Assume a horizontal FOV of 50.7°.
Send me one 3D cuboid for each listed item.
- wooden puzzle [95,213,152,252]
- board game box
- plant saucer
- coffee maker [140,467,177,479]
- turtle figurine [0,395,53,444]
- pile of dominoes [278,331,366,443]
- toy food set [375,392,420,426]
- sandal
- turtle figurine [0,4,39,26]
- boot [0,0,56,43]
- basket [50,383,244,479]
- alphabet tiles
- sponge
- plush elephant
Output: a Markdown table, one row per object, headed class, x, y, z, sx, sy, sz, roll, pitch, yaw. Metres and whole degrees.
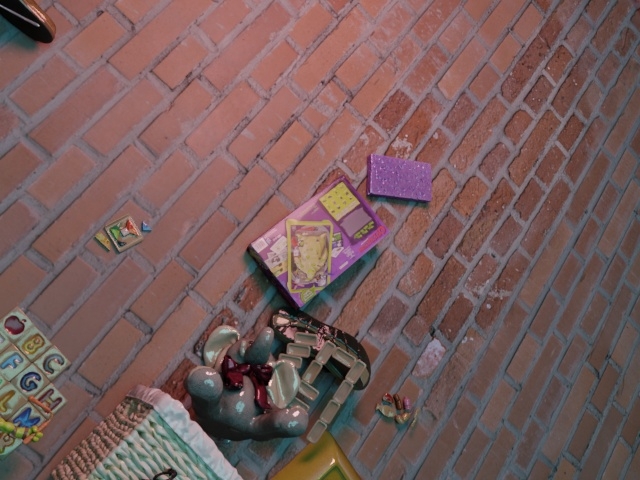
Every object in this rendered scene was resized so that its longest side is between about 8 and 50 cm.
| class | x | y | z | sx | sy | sz | roll | pitch | yaw |
| --- | --- | --- | --- | --- | --- | --- | --- | --- | --- |
| wooden puzzle | -0.459 | -0.017 | 1.579 | 0.116 | 0.014 | 0.079 | -40 | 100 | -27 |
| board game box | 0.000 | 0.000 | 1.773 | 0.346 | 0.056 | 0.208 | -38 | 83 | -27 |
| plant saucer | 0.002 | 0.703 | 1.657 | 0.332 | 0.081 | 0.333 | -36 | 99 | -27 |
| coffee maker | -0.301 | 0.515 | 1.157 | 0.171 | 0.120 | 0.178 | -16 | 92 | -23 |
| turtle figurine | -0.693 | 0.391 | 1.337 | 0.269 | 0.087 | 0.218 | 22 | 80 | -32 |
| pile of dominoes | -0.034 | 0.356 | 1.666 | 0.195 | 0.040 | 0.251 | 34 | 89 | 3 |
| toy food set | 0.210 | 0.455 | 1.842 | 0.122 | 0.019 | 0.078 | 33 | 68 | -10 |
| sandal | 0.000 | 0.274 | 1.731 | 0.302 | 0.086 | 0.120 | 34 | 50 | 0 |
| turtle figurine | -0.803 | -0.481 | 1.398 | 0.266 | 0.274 | 0.198 | 32 | 89 | 20 |
| boot | -0.694 | -0.578 | 1.509 | 0.305 | 0.112 | 0.115 | 45 | 54 | -11 |
| basket | -0.338 | 0.502 | 1.378 | 0.266 | 0.328 | 0.331 | -42 | 101 | -24 |
| alphabet tiles | -0.710 | 0.312 | 1.396 | 0.342 | 0.011 | 0.285 | -44 | 102 | -26 |
| sponge | 0.228 | -0.177 | 1.950 | 0.209 | 0.031 | 0.117 | 6 | 79 | -26 |
| plush elephant | -0.166 | 0.314 | 1.535 | 0.271 | 0.330 | 0.256 | 23 | 55 | -9 |
